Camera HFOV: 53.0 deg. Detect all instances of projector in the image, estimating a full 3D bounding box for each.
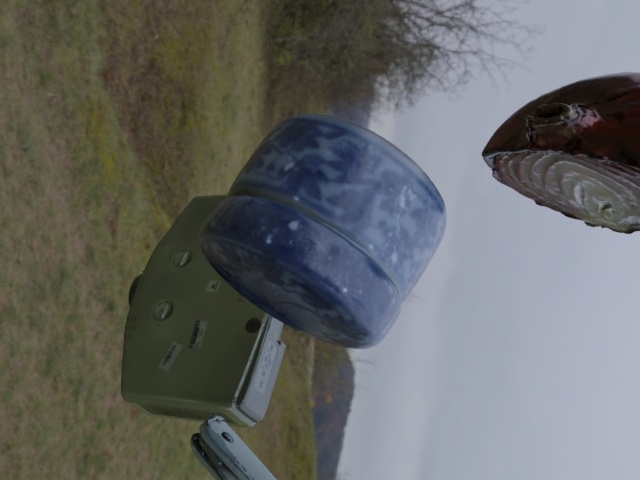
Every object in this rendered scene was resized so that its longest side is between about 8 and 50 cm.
[{"bbox_3d":[-0.123,0.072,0.743,0.088,0.194,0.269,59,37,-51],"label":"projector"}]

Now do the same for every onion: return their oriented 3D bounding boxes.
[{"bbox_3d":[0.221,-0.083,0.501,0.206,0.151,0.098,23,-102,54],"label":"onion"}]

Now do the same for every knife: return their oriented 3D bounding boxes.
[{"bbox_3d":[-0.023,0.168,0.378,0.023,0.162,0.044,-54,154,9],"label":"knife"}]

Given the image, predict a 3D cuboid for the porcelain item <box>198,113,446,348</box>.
[{"bbox_3d":[0.000,0.000,0.445,0.114,0.147,0.147,-57,169,-20],"label":"porcelain item"}]
